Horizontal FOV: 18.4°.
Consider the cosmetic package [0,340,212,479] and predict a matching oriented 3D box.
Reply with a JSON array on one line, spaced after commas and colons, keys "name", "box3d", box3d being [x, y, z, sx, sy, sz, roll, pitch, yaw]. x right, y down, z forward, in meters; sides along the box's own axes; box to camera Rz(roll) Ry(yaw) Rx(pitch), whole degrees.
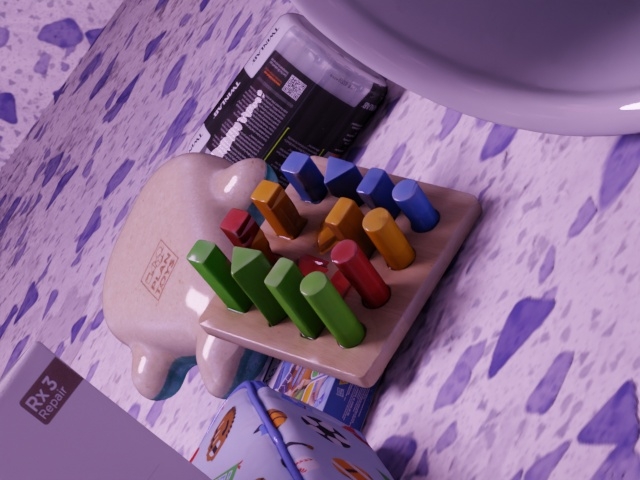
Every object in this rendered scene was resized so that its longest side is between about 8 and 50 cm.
[{"name": "cosmetic package", "box3d": [-0.231, 0.236, 1.229, 0.217, 0.156, 0.385, -53, 8, -30]}]

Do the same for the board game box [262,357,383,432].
[{"name": "board game box", "box3d": [0.007, 0.081, 1.451, 0.136, 0.035, 0.201, -29, 33, 56]}]

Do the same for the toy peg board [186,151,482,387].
[{"name": "toy peg board", "box3d": [0.000, 0.000, 1.395, 0.161, 0.079, 0.160, 16, 64, 39]}]

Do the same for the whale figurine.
[{"name": "whale figurine", "box3d": [-0.073, 0.040, 1.588, 0.216, 0.141, 0.272, -64, 27, 8]}]

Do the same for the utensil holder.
[{"name": "utensil holder", "box3d": [0.167, -0.314, 1.236, 0.327, 0.327, 0.385, -28, 32, 57]}]

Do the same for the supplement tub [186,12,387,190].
[{"name": "supplement tub", "box3d": [-0.039, -0.094, 1.735, 0.190, 0.117, 0.117, -53, 18, 12]}]

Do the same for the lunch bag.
[{"name": "lunch bag", "box3d": [-0.046, 0.235, 1.211, 0.243, 0.115, 0.303, -57, 17, 9]}]
